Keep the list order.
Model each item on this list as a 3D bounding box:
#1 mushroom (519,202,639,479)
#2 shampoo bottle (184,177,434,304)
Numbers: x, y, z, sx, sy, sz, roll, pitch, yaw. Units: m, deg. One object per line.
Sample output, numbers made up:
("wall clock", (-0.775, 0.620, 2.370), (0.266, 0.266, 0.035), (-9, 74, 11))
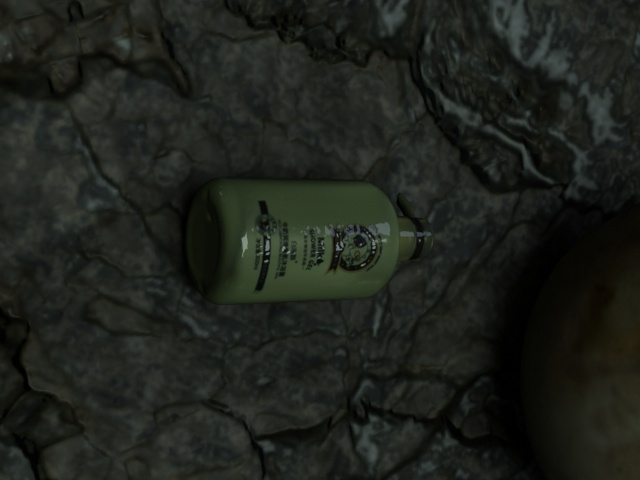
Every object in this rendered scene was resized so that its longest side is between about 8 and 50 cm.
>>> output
("mushroom", (0.303, 0.093, 0.890), (0.290, 0.293, 0.292), (-19, 108, -58))
("shampoo bottle", (0.000, 0.000, 0.780), (0.162, 0.079, 0.079), (0, 97, -28))
